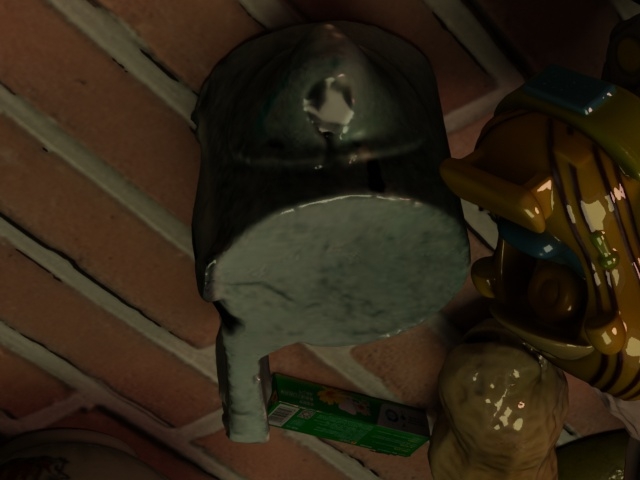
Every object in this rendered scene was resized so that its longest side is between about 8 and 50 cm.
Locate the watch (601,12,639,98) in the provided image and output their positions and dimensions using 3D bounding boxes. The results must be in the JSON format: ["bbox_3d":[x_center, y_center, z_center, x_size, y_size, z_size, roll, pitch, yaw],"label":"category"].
[{"bbox_3d":[0.359,-0.118,1.121,0.274,0.241,0.305,9,147,-39],"label":"watch"}]

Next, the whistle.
[{"bbox_3d":[-0.032,0.003,1.245,0.188,0.168,0.405,16,137,-28],"label":"whistle"}]

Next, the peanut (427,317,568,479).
[{"bbox_3d":[0.168,0.176,1.546,0.130,0.130,0.290,-4,140,-4],"label":"peanut"}]

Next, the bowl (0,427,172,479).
[{"bbox_3d":[-0.246,0.285,1.590,0.337,0.157,0.337,-4,144,-3],"label":"bowl"}]

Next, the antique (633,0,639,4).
[{"bbox_3d":[0.278,-0.165,1.202,0.192,0.015,0.031,22,134,-32],"label":"antique"}]

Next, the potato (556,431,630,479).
[{"bbox_3d":[0.305,0.254,1.705,0.120,0.081,0.149,18,137,-32],"label":"potato"}]

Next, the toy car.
[{"bbox_3d":[0.177,0.011,1.100,0.142,0.200,0.248,-38,122,-17],"label":"toy car"}]

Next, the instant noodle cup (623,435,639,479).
[{"bbox_3d":[0.429,0.232,1.603,0.207,0.217,0.217,21,135,-23],"label":"instant noodle cup"}]

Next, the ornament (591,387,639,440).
[{"bbox_3d":[0.317,0.059,1.311,0.225,0.259,0.259,-21,141,17],"label":"ornament"}]

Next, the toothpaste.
[{"bbox_3d":[0.021,0.170,1.584,0.178,0.037,0.043,16,133,-28],"label":"toothpaste"}]
